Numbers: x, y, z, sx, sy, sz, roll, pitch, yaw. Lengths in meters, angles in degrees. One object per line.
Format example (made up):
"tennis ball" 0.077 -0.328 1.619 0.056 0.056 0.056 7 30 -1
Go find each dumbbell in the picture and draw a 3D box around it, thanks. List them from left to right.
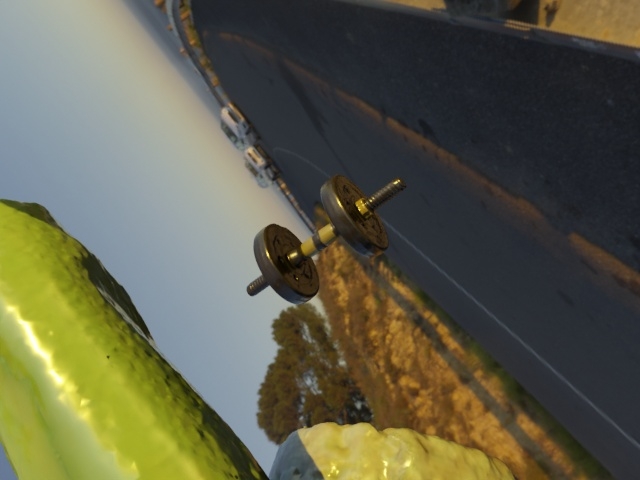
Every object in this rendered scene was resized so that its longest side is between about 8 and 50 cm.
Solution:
"dumbbell" 0.000 0.000 0.802 0.143 0.325 0.143 43 -155 -26

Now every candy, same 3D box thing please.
"candy" -0.162 0.113 0.348 0.343 0.132 0.142 44 179 23

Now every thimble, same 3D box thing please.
"thimble" 0.069 0.310 0.491 0.291 0.291 0.195 53 -146 -40
